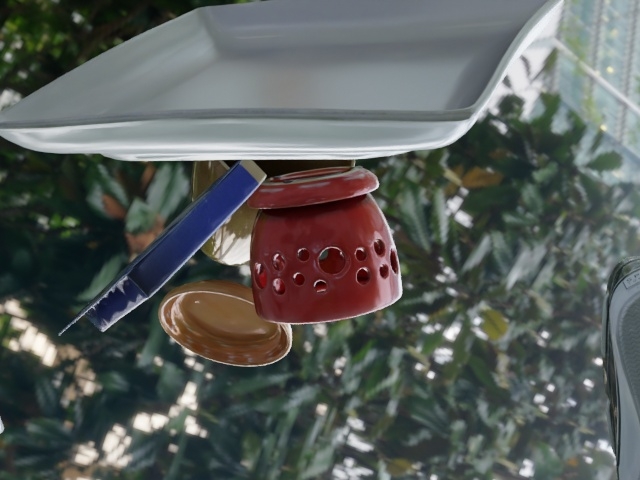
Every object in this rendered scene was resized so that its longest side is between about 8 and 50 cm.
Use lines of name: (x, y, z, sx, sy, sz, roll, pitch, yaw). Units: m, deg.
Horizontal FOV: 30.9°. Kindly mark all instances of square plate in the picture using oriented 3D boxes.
square plate: (-0.010, -0.128, 0.867, 0.344, 0.049, 0.347, 1, -156, 22)

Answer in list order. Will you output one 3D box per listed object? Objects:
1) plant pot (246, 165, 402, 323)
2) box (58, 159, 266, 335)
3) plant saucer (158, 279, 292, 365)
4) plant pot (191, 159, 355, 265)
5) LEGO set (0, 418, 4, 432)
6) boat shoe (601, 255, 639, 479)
plant pot: (0.000, 0.000, 1.466, 0.191, 0.191, 0.174, 0, -79, 47)
box: (-0.157, 0.015, 1.144, 0.225, 0.036, 0.136, -47, -172, -33)
plant saucer: (-0.136, 0.117, 1.692, 0.200, 0.200, 0.037, -20, -139, 39)
plant pot: (-0.104, -0.081, 1.784, 0.254, 0.237, 0.237, 122, -32, -47)
LEGO set: (-0.406, 0.135, 1.191, 0.087, 0.227, 0.093, -11, -154, 2)
boat shoe: (0.318, 0.170, 1.029, 0.121, 0.335, 0.119, -6, -164, 9)
